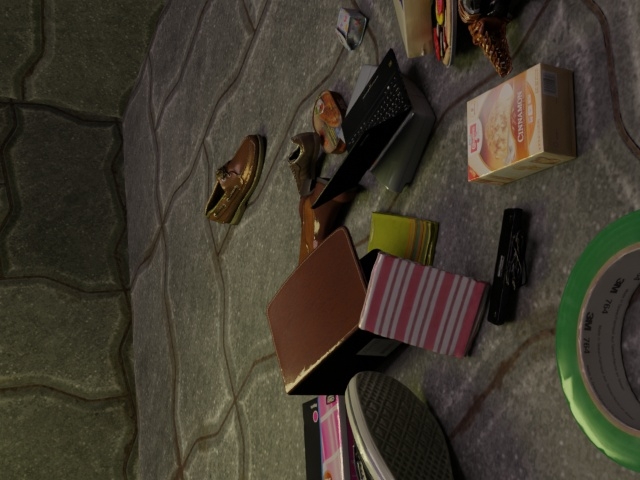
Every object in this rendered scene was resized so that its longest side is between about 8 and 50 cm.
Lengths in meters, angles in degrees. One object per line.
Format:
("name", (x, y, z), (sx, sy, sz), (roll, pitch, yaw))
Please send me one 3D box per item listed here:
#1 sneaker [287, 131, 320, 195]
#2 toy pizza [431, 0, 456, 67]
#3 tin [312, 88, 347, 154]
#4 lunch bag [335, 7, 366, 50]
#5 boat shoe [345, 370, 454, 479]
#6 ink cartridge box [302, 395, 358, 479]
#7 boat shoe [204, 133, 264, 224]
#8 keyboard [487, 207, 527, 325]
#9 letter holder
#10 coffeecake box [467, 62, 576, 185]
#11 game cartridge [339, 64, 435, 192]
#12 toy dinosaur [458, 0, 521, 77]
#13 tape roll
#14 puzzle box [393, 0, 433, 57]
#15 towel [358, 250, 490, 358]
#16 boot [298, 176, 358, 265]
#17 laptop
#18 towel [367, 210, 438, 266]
("sneaker", (-0.049, -0.186, 2.044), (0.066, 0.071, 0.188), (-109, 22, -46))
("toy pizza", (0.222, -0.415, 1.526), (0.201, 0.032, 0.201), (-2, -90, -86))
("tin", (0.028, -0.280, 1.989), (0.106, 0.040, 0.190), (-59, 34, 32))
("lunch bag", (0.066, -0.489, 1.949), (0.071, 0.053, 0.083), (-118, 34, -52))
("boat shoe", (0.143, 0.437, 1.396), (0.156, 0.186, 0.500), (-56, 41, 33))
("ink cartridge box", (0.033, 0.503, 1.738), (0.176, 0.069, 0.371), (-39, 51, 55))
("boat shoe", (-0.253, -0.175, 2.454), (0.307, 0.104, 0.111), (-68, 29, 27))
("keyboard", (0.308, 0.044, 1.346), (0.100, 0.038, 0.192), (-129, 46, -86))
("letter holder", (0.044, 0.137, 1.638), (0.302, 0.152, 0.214), (-48, 48, 37))
("coffeecake box", (0.315, -0.179, 1.336), (0.185, 0.068, 0.142), (-22, 64, 61))
("game cartridge", (0.133, -0.250, 1.748), (0.297, 0.062, 0.198), (-124, 44, -54))
("toy dinosaur", (0.297, -0.423, 1.405), (0.218, 0.164, 0.322), (117, 132, -63))
("tape roll", (0.424, 0.121, 1.022), (0.321, 0.077, 0.321), (-28, 58, 58))
("puzzle box", (0.150, -0.586, 1.619), (0.272, 0.052, 0.409), (77, -176, -54))
("towel", (0.173, 0.109, 1.424), (0.029, 0.197, 0.144), (-59, -15, -74))
("boot", (0.000, 0.000, 1.901), (0.264, 0.096, 0.280), (5, 88, 64))
("laptop", (0.064, -0.222, 1.666), (0.234, 0.136, 0.264), (-53, 38, 45))
("towel", (0.156, 0.001, 1.667), (0.237, 0.021, 0.102), (16, 97, 64))
